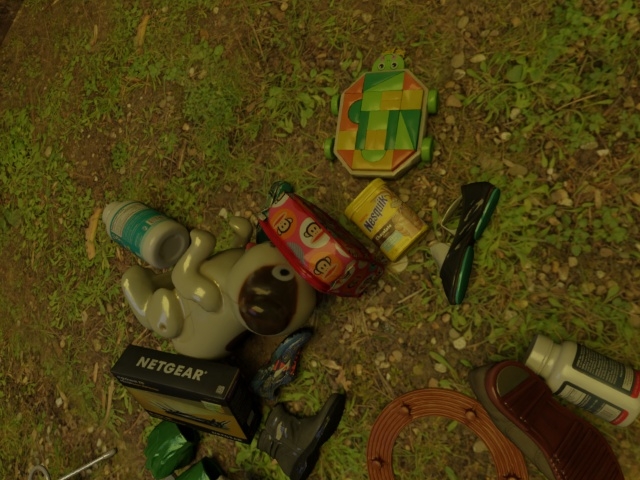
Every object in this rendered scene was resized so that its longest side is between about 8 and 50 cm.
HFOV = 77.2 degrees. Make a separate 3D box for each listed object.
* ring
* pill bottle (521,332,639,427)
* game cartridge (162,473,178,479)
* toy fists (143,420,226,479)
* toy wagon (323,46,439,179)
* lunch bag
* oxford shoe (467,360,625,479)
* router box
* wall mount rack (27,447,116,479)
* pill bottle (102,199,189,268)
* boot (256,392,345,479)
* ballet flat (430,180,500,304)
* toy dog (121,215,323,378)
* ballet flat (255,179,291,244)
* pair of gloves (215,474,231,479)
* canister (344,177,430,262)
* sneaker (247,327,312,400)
[{"bbox_3d":[0.258,0.491,0.854,0.337,0.032,0.336,-3,82,23],"label":"ring"},{"bbox_3d":[0.484,0.251,0.749,0.180,0.108,0.107,26,93,24],"label":"pill bottle"},{"bbox_3d":[-0.409,0.696,1.118,0.056,0.017,0.083,-45,69,8],"label":"game cartridge"},{"bbox_3d":[-0.366,0.609,1.071,0.142,0.096,0.279,-45,67,-2],"label":"toy fists"},{"bbox_3d":[0.151,-0.323,0.992,0.268,0.068,0.344,6,85,23],"label":"toy wagon"},{"bbox_3d":[0.000,0.000,0.890,0.120,0.293,0.258,-47,64,9],"label":"lunch bag"},{"bbox_3d":[0.428,0.371,0.767,0.123,0.130,0.348,-36,84,-18],"label":"oxford shoe"},{"bbox_3d":[-0.321,0.382,0.990,0.309,0.242,0.081,6,43,18],"label":"router box"},{"bbox_3d":[-0.717,0.799,1.181,0.304,0.130,0.350,-36,71,18],"label":"wall mount rack"},{"bbox_3d":[-0.532,-0.031,1.200,0.264,0.146,0.146,26,93,25],"label":"pill bottle"},{"bbox_3d":[-0.058,0.445,0.972,0.161,0.083,0.246,31,94,29],"label":"boot"},{"bbox_3d":[0.304,0.001,0.877,0.096,0.095,0.280,17,79,34],"label":"ballet flat"},{"bbox_3d":[-0.203,0.140,0.930,0.408,0.285,0.395,-19,82,32],"label":"toy dog"},{"bbox_3d":[-0.134,-0.075,1.091,0.070,0.070,0.188,25,91,24],"label":"ballet flat"},{"bbox_3d":[-0.213,0.690,0.979,0.204,0.042,0.240,28,100,-10],"label":"pair of gloves"},{"bbox_3d":[0.158,-0.047,0.949,0.126,0.073,0.170,-46,70,11],"label":"canister"},{"bbox_3d":[-0.088,0.310,1.010,0.087,0.083,0.221,39,99,4],"label":"sneaker"}]
